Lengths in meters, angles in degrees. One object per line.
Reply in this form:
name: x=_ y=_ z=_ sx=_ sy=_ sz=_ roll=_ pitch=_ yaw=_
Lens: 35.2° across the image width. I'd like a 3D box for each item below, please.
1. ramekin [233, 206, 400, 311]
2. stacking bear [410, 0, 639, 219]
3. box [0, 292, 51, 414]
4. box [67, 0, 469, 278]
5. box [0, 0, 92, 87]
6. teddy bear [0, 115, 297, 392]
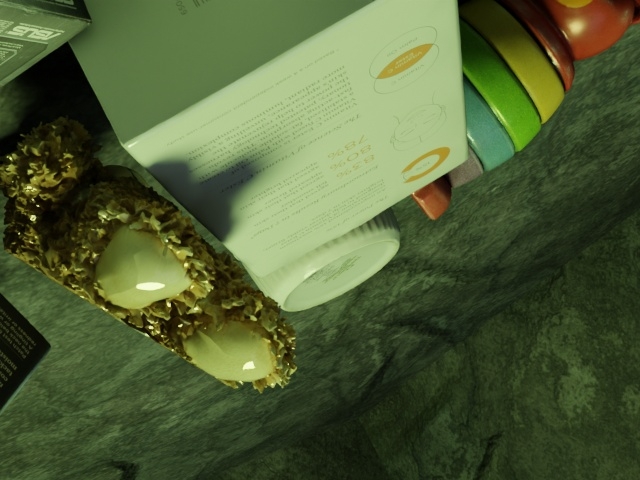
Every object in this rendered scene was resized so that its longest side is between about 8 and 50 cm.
ramekin: x=0.000 y=0.000 z=1.241 sx=0.207 sy=0.109 sz=0.207 roll=-26 pitch=163 yaw=-9
stacking bear: x=0.172 y=-0.170 z=0.971 sx=0.289 sy=0.175 sz=0.164 roll=-39 pitch=160 yaw=5
box: x=-0.403 y=0.166 z=0.740 sx=0.296 sy=0.182 sz=0.294 roll=-36 pitch=-167 yaw=22
box: x=-0.028 y=-0.127 z=0.734 sx=0.215 sy=0.168 sz=0.345 roll=-30 pitch=162 yaw=1
box: x=-0.252 y=-0.097 z=0.491 sx=0.183 sy=0.056 sz=0.231 roll=-27 pitch=174 yaw=23
teddy bear: x=-0.132 y=0.005 z=0.740 sx=0.113 sy=0.245 sz=0.338 roll=-57 pitch=-165 yaw=-10
